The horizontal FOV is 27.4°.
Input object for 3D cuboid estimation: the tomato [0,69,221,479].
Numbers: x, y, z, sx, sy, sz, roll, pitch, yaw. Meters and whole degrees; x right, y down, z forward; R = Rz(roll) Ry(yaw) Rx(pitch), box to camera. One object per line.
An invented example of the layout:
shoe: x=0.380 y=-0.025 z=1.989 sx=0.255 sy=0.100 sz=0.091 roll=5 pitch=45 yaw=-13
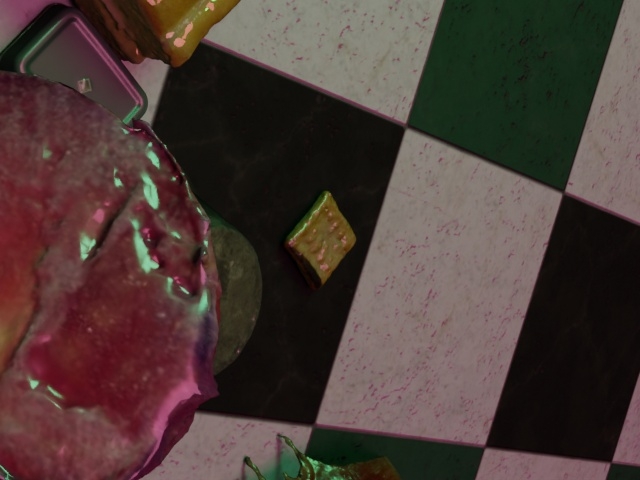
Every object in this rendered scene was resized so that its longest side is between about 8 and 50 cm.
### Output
tomato: x=-0.225 y=0.039 z=1.007 sx=0.176 sy=0.335 sz=0.290 roll=119 pitch=-6 yaw=-75

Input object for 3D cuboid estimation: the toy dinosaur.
toy dinosaur: x=-0.015 y=0.313 z=1.436 sx=0.206 sy=0.113 sz=0.327 roll=38 pitch=48 yaw=-9

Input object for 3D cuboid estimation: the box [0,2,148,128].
box: x=-0.207 y=-0.132 z=1.117 sx=0.091 sy=0.031 sz=0.126 roll=-51 pitch=124 yaw=-23

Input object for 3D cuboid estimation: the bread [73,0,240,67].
bread: x=-0.126 y=-0.313 z=1.096 sx=0.246 sy=0.111 sz=0.239 roll=-51 pitch=135 yaw=-23

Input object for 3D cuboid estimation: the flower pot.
flower pot: x=-0.149 y=0.041 z=1.167 sx=0.235 sy=0.148 sz=0.235 roll=-17 pitch=116 yaw=-41

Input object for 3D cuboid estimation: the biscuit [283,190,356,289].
biscuit: x=0.000 y=0.000 z=1.406 sx=0.081 sy=0.018 sz=0.083 roll=-52 pitch=135 yaw=-21
